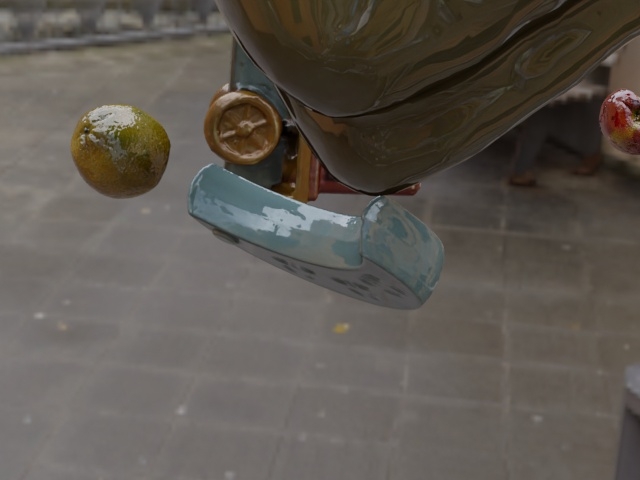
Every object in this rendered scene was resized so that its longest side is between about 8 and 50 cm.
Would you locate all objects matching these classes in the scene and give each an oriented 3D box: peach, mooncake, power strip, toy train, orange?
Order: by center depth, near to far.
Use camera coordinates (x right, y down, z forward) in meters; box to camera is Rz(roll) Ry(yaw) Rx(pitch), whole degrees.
[{"bbox_3d":[0.015,-0.271,0.843,0.262,0.467,0.467,-30,20,5],"label":"mooncake"},{"bbox_3d":[0.000,0.000,1.093,0.253,0.054,0.167,11,-19,47],"label":"power strip"},{"bbox_3d":[-0.178,-0.080,1.165,0.085,0.085,0.095,14,-11,29],"label":"orange"},{"bbox_3d":[-0.002,-0.171,1.358,0.232,0.369,0.163,3,12,-6],"label":"toy train"},{"bbox_3d":[0.332,-0.122,1.423,0.077,0.050,0.083,48,2,6],"label":"peach"}]
